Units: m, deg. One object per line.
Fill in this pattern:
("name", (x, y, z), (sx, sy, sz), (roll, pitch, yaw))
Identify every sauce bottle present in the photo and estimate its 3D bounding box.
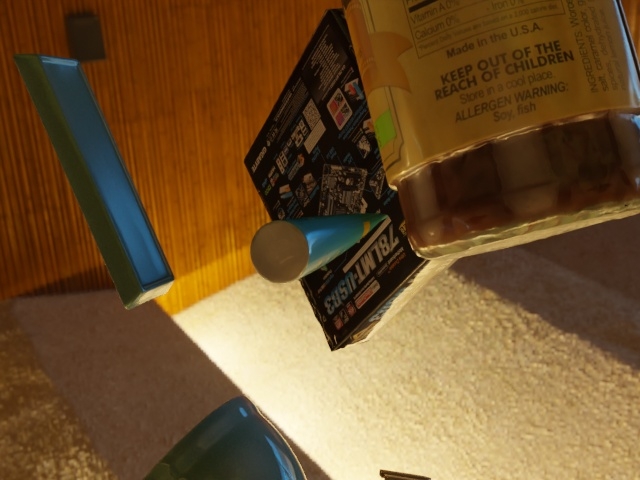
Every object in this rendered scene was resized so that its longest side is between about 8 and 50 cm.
("sauce bottle", (0.049, -0.166, 0.364), (0.111, 0.345, 0.111), (-13, 172, -2))

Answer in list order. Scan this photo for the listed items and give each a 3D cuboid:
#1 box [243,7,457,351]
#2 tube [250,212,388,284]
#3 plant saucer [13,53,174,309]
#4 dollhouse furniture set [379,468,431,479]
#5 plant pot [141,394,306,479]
("box", (0.037, -0.063, 0.994), (0.073, 0.295, 0.293), (-14, -114, -34))
("tube", (0.000, 0.000, 0.782), (0.080, 0.052, 0.207), (-21, 178, 21))
("plant saucer", (-0.157, -0.046, 0.608), (0.018, 0.192, 0.067), (-23, -179, 17))
("dollhouse furniture set", (0.173, 0.509, 1.395), (0.160, 0.212, 0.242), (9, 173, -2))
("plant pot", (-0.115, 0.365, 1.030), (0.196, 0.293, 0.293), (39, -144, 13))
